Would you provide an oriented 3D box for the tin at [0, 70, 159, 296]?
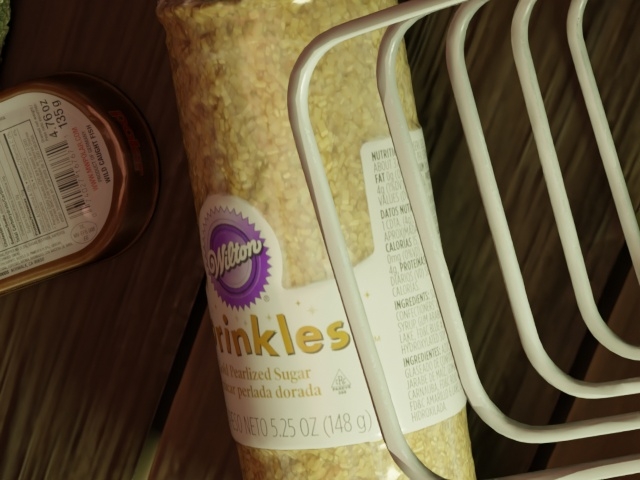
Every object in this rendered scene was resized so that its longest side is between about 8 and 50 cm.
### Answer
[{"bbox_3d":[-0.174,-0.025,1.078,0.189,0.040,0.106,-19,88,28],"label":"tin"}]

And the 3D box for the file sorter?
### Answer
[{"bbox_3d":[0.141,-0.030,0.789,0.173,0.277,0.193,-14,94,32],"label":"file sorter"}]

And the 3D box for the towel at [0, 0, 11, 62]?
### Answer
[{"bbox_3d":[-0.209,-0.159,1.071,0.110,0.027,0.148,17,106,21],"label":"towel"}]

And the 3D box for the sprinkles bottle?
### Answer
[{"bbox_3d":[0.000,0.000,0.949,0.121,0.121,0.355,-6,98,27],"label":"sprinkles bottle"}]
